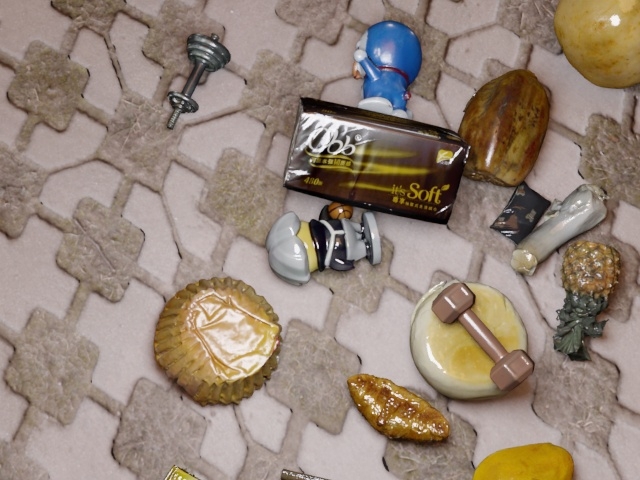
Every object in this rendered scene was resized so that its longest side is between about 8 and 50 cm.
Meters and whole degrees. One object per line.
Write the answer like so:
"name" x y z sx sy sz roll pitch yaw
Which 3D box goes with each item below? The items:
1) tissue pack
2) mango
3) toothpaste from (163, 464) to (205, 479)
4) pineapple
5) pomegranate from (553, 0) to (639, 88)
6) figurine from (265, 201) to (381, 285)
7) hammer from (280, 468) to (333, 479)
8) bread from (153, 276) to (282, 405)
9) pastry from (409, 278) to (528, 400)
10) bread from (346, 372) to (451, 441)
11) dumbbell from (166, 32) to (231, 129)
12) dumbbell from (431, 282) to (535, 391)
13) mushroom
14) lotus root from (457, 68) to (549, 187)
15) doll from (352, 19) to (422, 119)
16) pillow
"tissue pack" 0.104 -0.170 1.924 0.370 0.210 0.198 11 108 -6
"mango" 0.392 0.469 1.764 0.227 0.109 0.147 -30 70 -12
"toothpaste" -0.162 0.540 1.745 0.313 0.089 0.071 26 64 10
"pineapple" 0.555 0.129 1.900 0.128 0.128 0.247 14 74 5
"pomegranate" 0.668 -0.491 2.053 0.308 0.307 0.307 0 68 0
"figurine" 0.000 0.000 1.936 0.237 0.133 0.176 -11 60 -7
"hammer" 0.099 0.499 1.766 0.366 0.111 0.043 10 67 10
"bread" -0.207 0.193 1.850 0.274 0.149 0.274 3 67 -6
"pastry" 0.304 0.206 1.855 0.265 0.133 0.264 1 68 -1
"bread" 0.153 0.349 1.828 0.233 0.076 0.105 25 58 16
"dumbbell" -0.295 -0.369 2.098 0.110 0.110 0.254 21 76 8
"dumbbell" 0.313 0.184 1.752 0.092 0.082 0.231 -35 75 -19
"mushroom" 0.519 -0.023 1.968 0.278 0.096 0.099 -38 105 -12
"lotus root" 0.405 -0.254 2.027 0.193 0.193 0.290 20 72 7
"doll" 0.147 -0.373 2.068 0.161 0.215 0.256 -7 58 33
"pillow" 0.446 -0.057 2.005 0.090 0.048 0.150 33 71 10
